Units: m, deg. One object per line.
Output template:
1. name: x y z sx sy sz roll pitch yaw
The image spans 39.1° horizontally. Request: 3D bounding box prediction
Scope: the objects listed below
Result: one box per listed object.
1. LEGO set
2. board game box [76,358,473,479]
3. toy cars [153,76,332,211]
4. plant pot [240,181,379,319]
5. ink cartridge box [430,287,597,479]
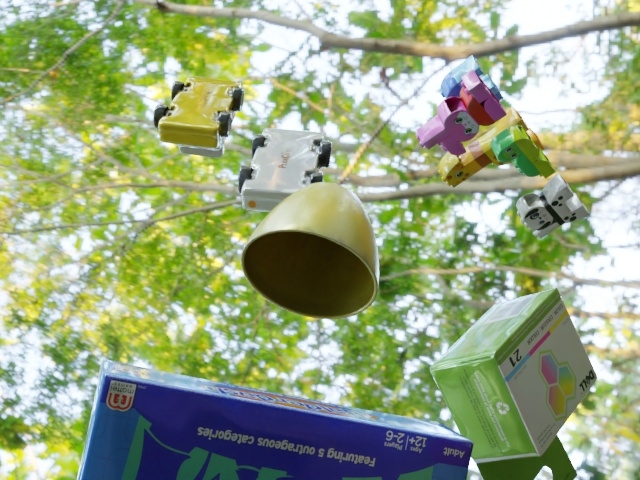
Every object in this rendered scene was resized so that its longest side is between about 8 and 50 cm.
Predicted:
1. LEGO set: 0.146 -0.079 0.823 0.093 0.087 0.227 -35 -44 19
2. board game box: -0.036 0.169 0.379 0.160 0.047 0.210 12 -92 -14
3. toy cars: -0.105 -0.114 1.185 0.176 0.394 0.087 -17 -54 -32
4. plant pot: 0.000 0.000 0.885 0.134 0.134 0.095 50 -138 -33
5. ink cartridge box: 0.261 0.214 1.079 0.189 0.097 0.255 -33 -82 -48
